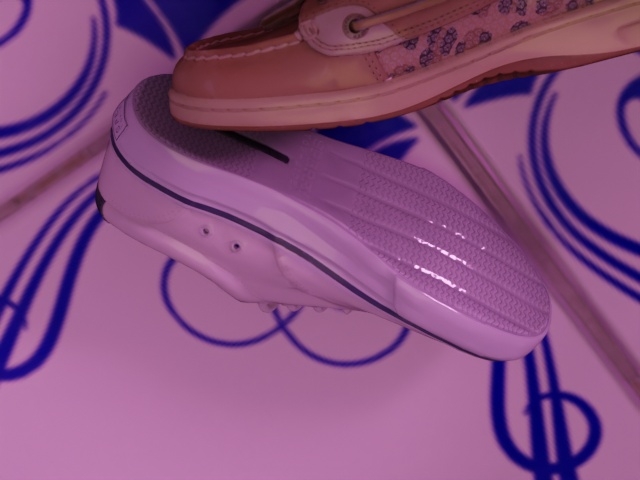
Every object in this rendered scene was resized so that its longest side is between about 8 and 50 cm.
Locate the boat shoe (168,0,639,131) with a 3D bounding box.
[{"bbox_3d":[0.058,-0.121,0.809,0.285,0.104,0.089,-14,108,0],"label":"boat shoe"}]

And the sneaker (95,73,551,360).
[{"bbox_3d":[0.000,0.000,0.886,0.258,0.094,0.091,28,134,-4],"label":"sneaker"}]
